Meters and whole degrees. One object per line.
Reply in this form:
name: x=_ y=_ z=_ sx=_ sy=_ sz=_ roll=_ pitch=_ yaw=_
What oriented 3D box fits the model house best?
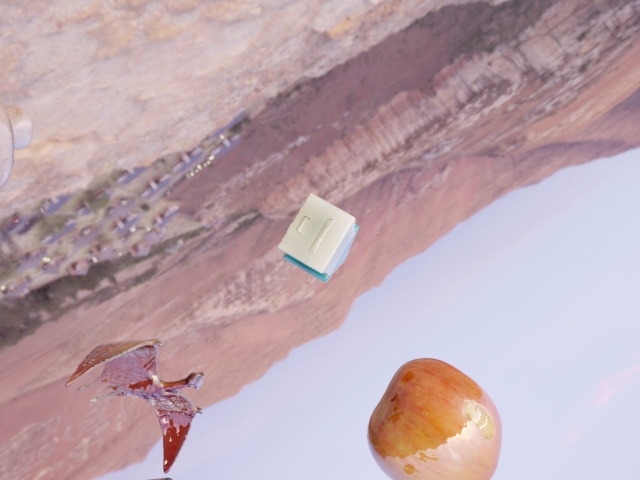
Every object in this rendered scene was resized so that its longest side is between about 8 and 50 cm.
model house: x=0.000 y=0.000 z=1.223 sx=0.127 sy=0.100 sz=0.149 roll=-58 pitch=167 yaw=-7

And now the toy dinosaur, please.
toy dinosaur: x=-0.285 y=0.266 z=1.040 sx=0.327 sy=0.207 sz=0.112 roll=114 pitch=-17 yaw=-48

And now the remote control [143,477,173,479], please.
remote control: x=-0.480 y=0.630 z=1.462 sx=0.145 sy=0.062 sz=0.399 roll=-16 pitch=178 yaw=26

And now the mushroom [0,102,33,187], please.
mushroom: x=-0.676 y=-0.201 z=1.288 sx=0.244 sy=0.243 sz=0.243 roll=-36 pitch=179 yaw=0

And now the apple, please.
apple: x=0.216 y=0.348 z=1.193 sx=0.242 sy=0.241 sz=0.242 roll=-54 pitch=166 yaw=-19
